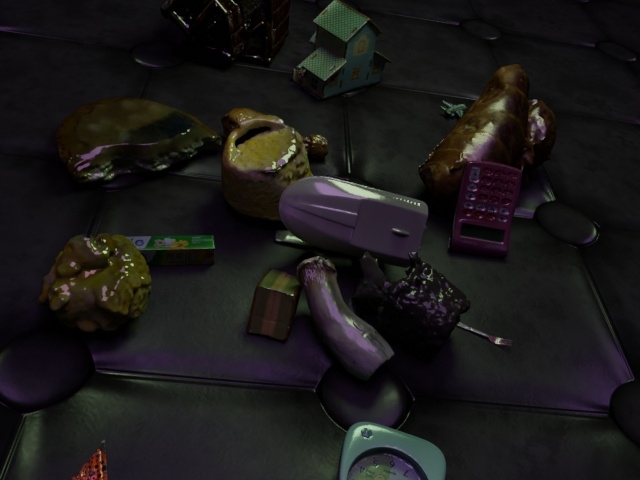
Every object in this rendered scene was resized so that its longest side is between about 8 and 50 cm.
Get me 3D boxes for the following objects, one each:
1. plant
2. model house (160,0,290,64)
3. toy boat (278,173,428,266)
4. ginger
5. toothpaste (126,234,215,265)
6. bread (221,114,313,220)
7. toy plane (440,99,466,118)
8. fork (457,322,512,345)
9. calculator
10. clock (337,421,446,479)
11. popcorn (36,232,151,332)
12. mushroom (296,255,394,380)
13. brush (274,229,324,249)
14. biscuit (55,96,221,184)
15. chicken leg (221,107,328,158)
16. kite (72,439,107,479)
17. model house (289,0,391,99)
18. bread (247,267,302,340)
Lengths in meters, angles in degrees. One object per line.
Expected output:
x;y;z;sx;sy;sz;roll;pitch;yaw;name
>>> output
0.146;0.101;1.086;0.203;0.142;0.131;32;55;7;plant
-0.199;-0.603;1.670;0.283;0.297;0.317;53;32;-22;model house
0.061;-0.042;1.172;0.269;0.141;0.141;15;42;5;toy boat
0.398;-0.201;1.424;0.254;0.176;0.418;52;59;-16;ginger
-0.279;0.019;1.129;0.178;0.043;0.037;-1;47;-15;toothpaste
-0.101;-0.136;1.246;0.197;0.171;0.197;1;53;-1;bread
0.360;-0.350;1.684;0.083;0.033;0.080;-11;46;-33;toy plane
0.288;0.167;1.135;0.115;0.012;0.016;19;39;14;fork
0.337;-0.064;1.285;0.126;0.191;0.034;10;4;-5;calculator
0.085;0.348;0.854;0.148;0.060;0.189;19;43;6;clock
-0.359;0.071;0.999;0.173;0.142;0.174;14;59;-24;popcorn
0.031;0.125;1.041;0.092;0.081;0.223;-30;69;-21;mushroom
0.000;0.000;1.228;0.178;0.030;0.033;10;52;-3;brush
-0.400;-0.215;1.327;0.329;0.078;0.335;17;40;11;biscuit
-0.102;-0.237;1.418;0.251;0.087;0.107;11;53;-11;chicken leg
-0.306;0.365;0.780;0.125;0.008;0.222;29;45;16;kite
0.056;-0.519;1.661;0.271;0.207;0.178;-23;54;-32;model house
-0.076;0.108;1.106;0.074;0.084;0.139;13;12;1;bread
